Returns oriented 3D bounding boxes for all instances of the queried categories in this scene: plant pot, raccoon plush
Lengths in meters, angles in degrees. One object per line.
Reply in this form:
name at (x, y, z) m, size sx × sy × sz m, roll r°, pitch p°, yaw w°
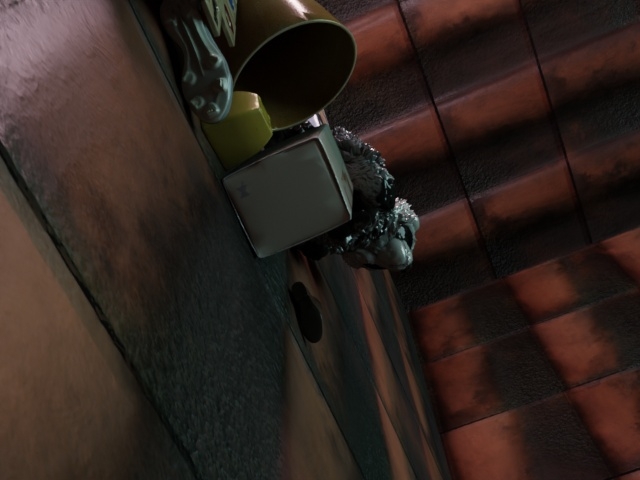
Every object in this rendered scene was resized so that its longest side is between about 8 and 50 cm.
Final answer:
plant pot at (-0.115, -0.165, 1.088) m, size 0.081 × 0.083 × 0.081 m, roll -101°, pitch 168°, yaw -49°
raccoon plush at (0.047, -0.132, 1.490) m, size 0.299 × 0.216 × 0.446 m, roll 18°, pitch 50°, yaw -69°
plant pot at (-0.100, -0.359, 1.311) m, size 0.254 × 0.237 × 0.237 m, roll 59°, pitch 2°, yaw 27°

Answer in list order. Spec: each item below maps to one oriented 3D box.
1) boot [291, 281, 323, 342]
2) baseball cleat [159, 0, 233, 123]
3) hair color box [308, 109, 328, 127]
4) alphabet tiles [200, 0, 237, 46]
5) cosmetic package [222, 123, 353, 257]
boot at (-0.011, 0.126, 1.230) m, size 0.114 × 0.037 × 0.106 m, roll 63°, pitch 10°, yaw -67°
baseball cleat at (-0.157, -0.241, 1.048) m, size 0.109 × 0.072 × 0.205 m, roll 45°, pitch 26°, yaw -72°
hair color box at (-0.037, -0.238, 1.748) m, size 0.185 × 0.114 × 0.374 m, roll 60°, pitch 11°, yaw -50°
alphabet tiles at (-0.168, -0.460, 1.094) m, size 0.285 × 0.011 × 0.342 m, roll 71°, pitch 12°, yaw -47°
cosmetic package at (-0.037, -0.087, 1.175) m, size 0.296 × 0.153 × 0.129 m, roll -71°, pitch 138°, yaw -77°
